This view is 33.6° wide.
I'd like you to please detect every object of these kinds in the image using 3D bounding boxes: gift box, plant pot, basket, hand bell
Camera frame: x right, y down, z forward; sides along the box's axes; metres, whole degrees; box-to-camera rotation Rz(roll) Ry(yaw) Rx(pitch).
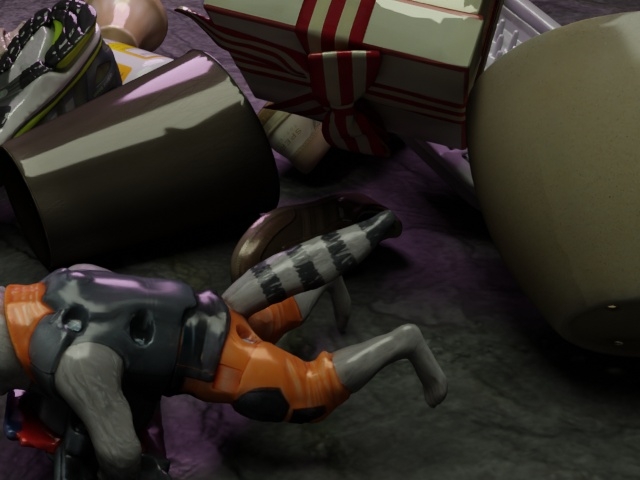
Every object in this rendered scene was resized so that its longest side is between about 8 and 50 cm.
[{"bbox_3d":[0.033,-0.226,0.965,0.276,0.258,0.255,13,-10,15],"label":"gift box"},{"bbox_3d":[0.254,-0.017,0.832,0.284,0.284,0.191,1,66,9],"label":"plant pot"},{"bbox_3d":[-0.188,-0.072,1.055,0.227,0.154,0.204,-25,58,-24],"label":"basket"},{"bbox_3d":[-0.290,-0.242,1.443,0.126,0.126,0.242,-1,40,5],"label":"hand bell"}]

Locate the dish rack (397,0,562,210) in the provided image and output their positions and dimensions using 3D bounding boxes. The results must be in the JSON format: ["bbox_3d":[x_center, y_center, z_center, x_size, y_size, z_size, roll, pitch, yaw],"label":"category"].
[{"bbox_3d":[0.185,-0.155,1.160,0.285,0.072,0.333,-22,54,-28],"label":"dish rack"}]

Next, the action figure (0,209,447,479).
[{"bbox_3d":[-0.116,0.053,0.802,0.330,0.179,0.341,-4,28,-20],"label":"action figure"}]

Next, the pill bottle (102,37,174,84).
[{"bbox_3d":[-0.217,-0.167,1.258,0.208,0.118,0.117,22,38,39],"label":"pill bottle"}]

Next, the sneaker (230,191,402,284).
[{"bbox_3d":[0.000,0.000,0.979,0.071,0.066,0.188,18,34,37],"label":"sneaker"}]

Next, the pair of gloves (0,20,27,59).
[{"bbox_3d":[-0.395,-0.170,1.275,0.204,0.042,0.240,-43,43,-4],"label":"pair of gloves"}]

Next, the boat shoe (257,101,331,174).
[{"bbox_3d":[0.039,-0.165,1.262,0.098,0.109,0.302,46,42,5],"label":"boat shoe"}]

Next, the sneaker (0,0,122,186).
[{"bbox_3d":[-0.312,-0.106,1.116,0.111,0.121,0.300,30,75,39],"label":"sneaker"}]
